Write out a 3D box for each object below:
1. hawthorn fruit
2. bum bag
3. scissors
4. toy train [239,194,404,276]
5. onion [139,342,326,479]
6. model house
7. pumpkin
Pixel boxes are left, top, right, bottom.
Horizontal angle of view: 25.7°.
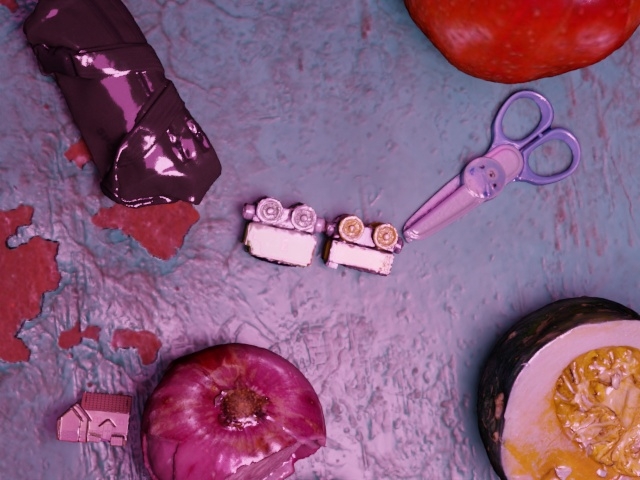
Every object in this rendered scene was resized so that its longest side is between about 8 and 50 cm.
[{"bbox_3d":[0.263,-0.325,1.629,0.284,0.369,0.285,-2,96,-25],"label":"hawthorn fruit"},{"bbox_3d":[-0.246,-0.173,1.674,0.142,0.079,0.326,-32,90,-13],"label":"bum bag"},{"bbox_3d":[0.205,-0.079,1.759,0.256,0.030,0.125,-36,90,-12],"label":"scissors"},{"bbox_3d":[0.000,0.000,1.709,0.202,0.060,0.081,12,91,-8],"label":"toy train"},{"bbox_3d":[-0.108,0.208,1.622,0.207,0.200,0.201,-31,91,4],"label":"onion"},{"bbox_3d":[-0.266,0.208,1.653,0.083,0.057,0.058,7,89,-6],"label":"model house"},{"bbox_3d":[0.325,0.198,1.677,0.293,0.197,0.263,23,95,-13],"label":"pumpkin"}]
